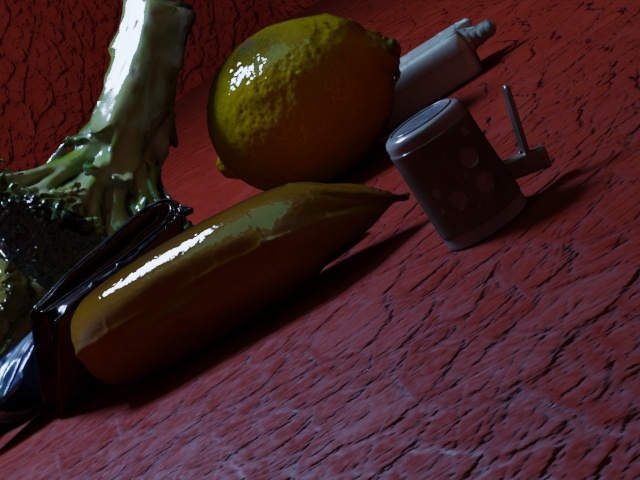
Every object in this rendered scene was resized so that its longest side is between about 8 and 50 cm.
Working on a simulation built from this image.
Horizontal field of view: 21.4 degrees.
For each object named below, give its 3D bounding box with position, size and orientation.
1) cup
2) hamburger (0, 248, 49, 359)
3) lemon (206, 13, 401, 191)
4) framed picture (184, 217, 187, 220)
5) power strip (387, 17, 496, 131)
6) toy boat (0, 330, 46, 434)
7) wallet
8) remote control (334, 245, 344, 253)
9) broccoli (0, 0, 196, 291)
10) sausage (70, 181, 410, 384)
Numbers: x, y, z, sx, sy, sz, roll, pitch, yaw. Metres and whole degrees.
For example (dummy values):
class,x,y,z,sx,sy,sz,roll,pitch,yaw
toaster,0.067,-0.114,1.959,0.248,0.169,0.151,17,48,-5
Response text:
class,x,y,z,sx,sy,sz,roll,pitch,yaw
cup,0.113,-0.059,1.288,0.102,0.099,0.074,-30,12,25
hamburger,-0.442,0.115,1.995,0.265,0.134,0.285,7,53,31
lemon,-0.020,-0.151,1.863,0.256,0.188,0.188,-36,9,20
framed picture,-0.297,0.043,2.310,0.231,0.010,0.173,-23,16,46
power strip,0.065,-0.158,1.991,0.338,0.058,0.098,-33,10,11
toy boat,-0.347,0.171,1.765,0.291,0.070,0.210,-35,5,17
wallet,-0.202,0.062,1.637,0.195,0.042,0.161,-44,-24,-33
remote control,0.000,0.000,1.589,0.053,0.018,0.124,-37,11,-12
broccoli,-0.238,-0.103,1.828,0.252,0.221,0.361,-14,60,15
sausage,-0.073,0.023,1.488,0.328,0.112,0.112,-29,12,18
